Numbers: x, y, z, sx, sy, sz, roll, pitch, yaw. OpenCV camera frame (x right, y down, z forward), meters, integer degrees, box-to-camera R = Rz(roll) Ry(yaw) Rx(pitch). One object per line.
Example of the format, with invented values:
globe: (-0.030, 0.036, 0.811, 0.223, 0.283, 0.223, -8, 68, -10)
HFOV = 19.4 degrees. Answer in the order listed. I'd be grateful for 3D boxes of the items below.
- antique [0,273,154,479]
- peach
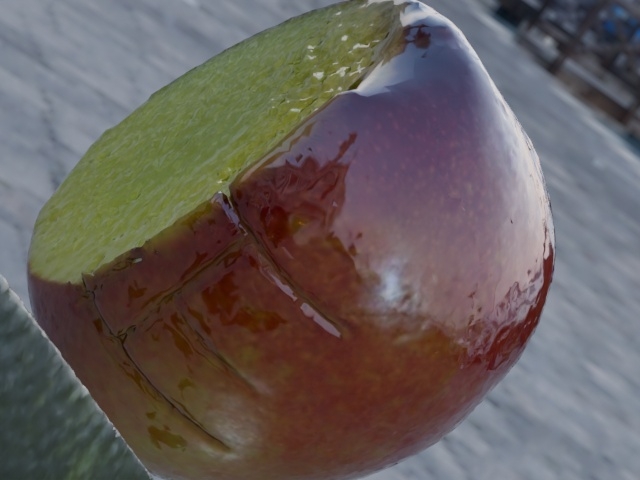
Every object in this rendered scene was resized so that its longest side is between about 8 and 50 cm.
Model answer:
antique: (-0.103, 0.041, 0.406, 0.081, 0.080, 0.221, 23, -24, 27)
peach: (0.000, 0.000, 0.936, 0.245, 0.275, 0.248, 22, 56, -30)
